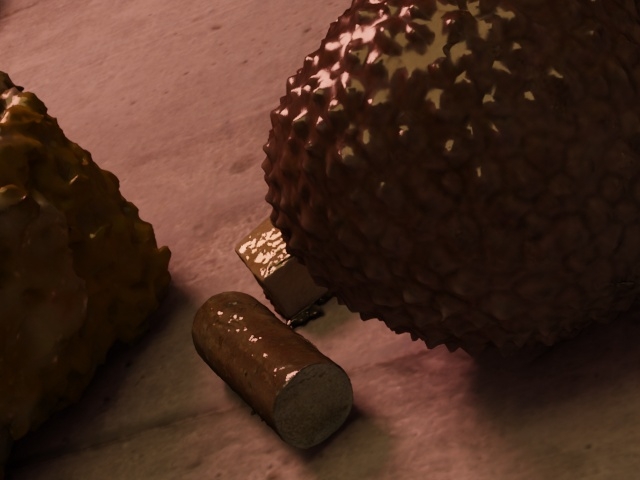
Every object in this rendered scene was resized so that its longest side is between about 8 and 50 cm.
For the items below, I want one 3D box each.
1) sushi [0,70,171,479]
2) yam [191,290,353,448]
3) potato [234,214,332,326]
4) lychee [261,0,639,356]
[{"bbox_3d":[-0.333,0.056,1.573,0.351,0.240,0.396,15,60,51],"label":"sushi"},{"bbox_3d":[-0.036,0.092,1.408,0.068,0.068,0.169,-40,28,-8],"label":"yam"},{"bbox_3d":[-0.002,0.001,1.501,0.122,0.061,0.086,-39,34,-5],"label":"potato"},{"bbox_3d":[0.110,-0.059,1.288,0.300,0.300,0.300,-24,33,17],"label":"lychee"}]
